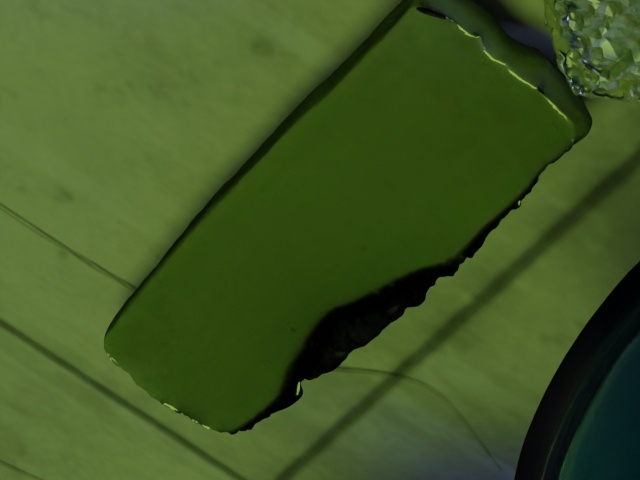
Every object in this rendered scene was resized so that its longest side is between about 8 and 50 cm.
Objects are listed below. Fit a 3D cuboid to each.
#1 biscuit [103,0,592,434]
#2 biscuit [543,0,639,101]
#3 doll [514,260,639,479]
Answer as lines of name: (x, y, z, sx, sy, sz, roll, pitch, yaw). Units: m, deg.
biscuit: (0.000, 0.000, 0.836, 0.099, 0.038, 0.322, 38, 139, -7)
biscuit: (0.124, -0.140, 0.599, 0.147, 0.046, 0.250, 10, 140, 33)
doll: (0.226, 0.116, 0.696, 0.310, 0.240, 0.284, 19, 99, -10)
